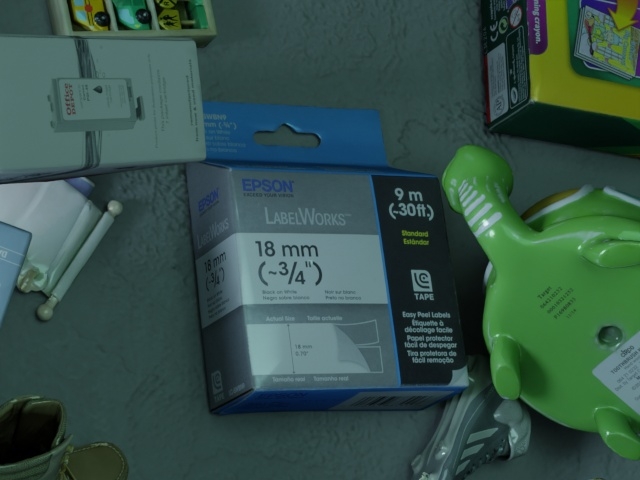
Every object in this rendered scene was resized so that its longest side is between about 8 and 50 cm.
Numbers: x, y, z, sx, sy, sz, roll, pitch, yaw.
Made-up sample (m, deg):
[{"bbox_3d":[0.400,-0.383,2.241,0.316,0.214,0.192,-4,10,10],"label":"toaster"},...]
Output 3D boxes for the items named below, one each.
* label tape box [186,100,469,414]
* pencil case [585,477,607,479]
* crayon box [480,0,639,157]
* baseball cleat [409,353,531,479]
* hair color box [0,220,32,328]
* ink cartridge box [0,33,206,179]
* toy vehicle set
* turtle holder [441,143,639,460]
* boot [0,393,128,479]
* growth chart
[{"bbox_3d":[0.000,0.000,1.848,0.241,0.106,0.333,1,72,-27],"label":"label tape box"},{"bbox_3d":[0.204,0.330,1.819,0.273,0.124,0.113,-21,82,-30],"label":"pencil case"},{"bbox_3d":[0.340,-0.282,2.123,0.313,0.106,0.363,9,69,-25],"label":"crayon box"},{"bbox_3d":[0.155,0.214,1.868,0.109,0.072,0.206,34,62,-16],"label":"baseball cleat"},{"bbox_3d":[-0.354,0.165,1.508,0.114,0.185,0.374,20,50,-10],"label":"hair color box"},{"bbox_3d":[-0.266,-0.110,1.604,0.283,0.207,0.117,-8,92,-56],"label":"ink cartridge box"},{"bbox_3d":[-0.213,-0.324,1.901,0.166,0.035,0.267,-6,75,-28],"label":"toy vehicle set"},{"bbox_3d":[0.260,0.053,1.899,0.320,0.243,0.227,13,27,-3],"label":"turtle holder"},{"bbox_3d":[-0.238,0.196,1.610,0.213,0.165,0.077,-23,58,-41],"label":"boot"},{"bbox_3d":[-0.301,-0.059,1.768,0.237,0.021,0.172,41,58,-8],"label":"growth chart"}]
